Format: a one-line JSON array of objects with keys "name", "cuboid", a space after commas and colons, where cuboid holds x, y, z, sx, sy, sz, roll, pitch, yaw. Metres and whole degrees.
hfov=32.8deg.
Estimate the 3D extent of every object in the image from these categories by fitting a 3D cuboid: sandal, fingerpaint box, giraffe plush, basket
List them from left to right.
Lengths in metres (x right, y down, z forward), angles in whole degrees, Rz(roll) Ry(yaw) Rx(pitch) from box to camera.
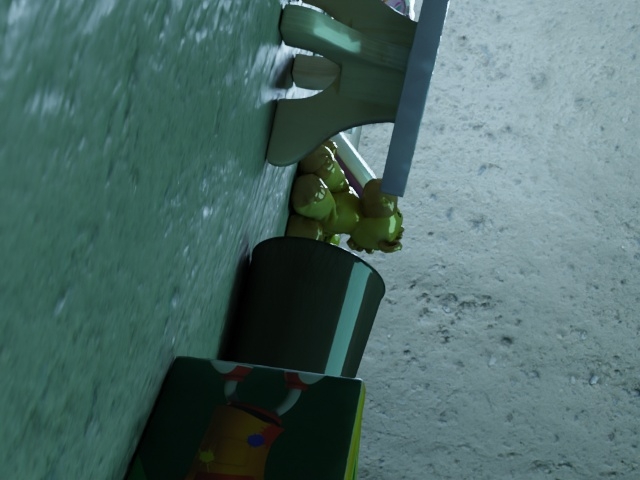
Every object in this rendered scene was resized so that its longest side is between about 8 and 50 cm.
[{"name": "fingerpaint box", "cuboid": [-0.080, 0.378, 0.817, 0.371, 0.163, 0.445, -75, 170, -53]}, {"name": "basket", "cuboid": [-0.032, 0.138, 1.167, 0.204, 0.154, 0.227, 98, 8, -69]}, {"name": "sandal", "cuboid": [0.040, -0.090, 1.889, 0.102, 0.169, 0.416, -38, 176, 0]}, {"name": "giraffe plush", "cuboid": [0.046, -0.041, 1.629, 0.210, 0.170, 0.181, 97, 5, -53]}]

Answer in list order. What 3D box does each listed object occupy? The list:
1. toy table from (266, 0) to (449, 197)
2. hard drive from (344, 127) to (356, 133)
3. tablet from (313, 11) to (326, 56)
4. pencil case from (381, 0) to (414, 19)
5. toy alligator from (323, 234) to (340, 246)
[{"name": "toy table", "cuboid": [0.045, -0.196, 1.181, 0.252, 0.160, 0.274, 91, 11, -74]}, {"name": "hard drive", "cuboid": [0.087, -0.396, 2.277, 0.203, 0.040, 0.308, -70, 170, -69]}, {"name": "tablet", "cuboid": [-0.002, -0.266, 1.481, 0.054, 0.006, 0.083, -74, 174, -50]}, {"name": "pencil case", "cuboid": [0.144, -0.541, 2.041, 0.124, 0.124, 0.284, -71, 171, -66]}, {"name": "toy alligator", "cuboid": [0.000, 0.000, 2.086, 0.051, 0.056, 0.190, -7, 116, -42]}]
